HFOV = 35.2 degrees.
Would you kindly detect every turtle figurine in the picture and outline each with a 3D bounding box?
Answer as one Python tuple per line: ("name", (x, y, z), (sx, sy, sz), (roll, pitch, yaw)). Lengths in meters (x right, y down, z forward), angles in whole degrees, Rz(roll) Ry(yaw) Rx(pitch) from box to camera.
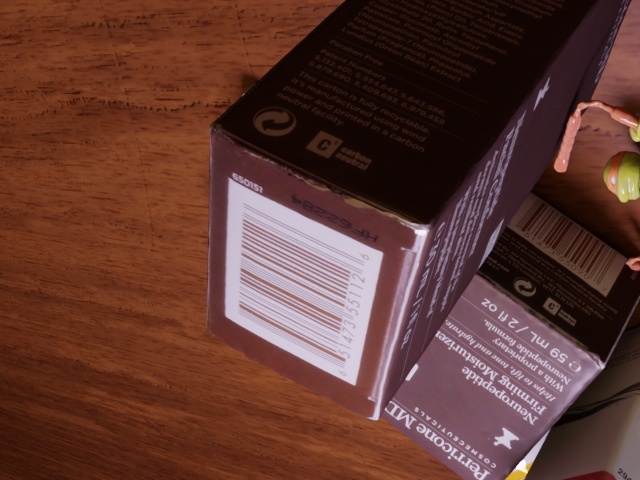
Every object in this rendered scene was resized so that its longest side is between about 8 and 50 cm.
("turtle figurine", (0.314, -0.042, 0.779), (0.217, 0.087, 0.269), (7, 154, 32))

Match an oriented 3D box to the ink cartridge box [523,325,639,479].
("ink cartridge box", (0.303, 0.229, 0.907), (0.197, 0.273, 0.114), (46, 139, -7))

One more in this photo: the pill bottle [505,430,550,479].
("pill bottle", (0.236, 0.240, 1.101), (0.118, 0.117, 0.208), (-20, 113, 49))

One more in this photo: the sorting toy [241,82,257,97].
("sorting toy", (0.000, 0.000, 1.089), (0.257, 0.089, 0.255), (29, 142, 15))

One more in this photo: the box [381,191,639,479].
("box", (0.164, 0.085, 0.931), (0.168, 0.167, 0.203), (36, 129, 10))

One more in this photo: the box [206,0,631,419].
("box", (0.084, -0.085, 0.689), (0.143, 0.381, 0.191), (26, 141, 15))
